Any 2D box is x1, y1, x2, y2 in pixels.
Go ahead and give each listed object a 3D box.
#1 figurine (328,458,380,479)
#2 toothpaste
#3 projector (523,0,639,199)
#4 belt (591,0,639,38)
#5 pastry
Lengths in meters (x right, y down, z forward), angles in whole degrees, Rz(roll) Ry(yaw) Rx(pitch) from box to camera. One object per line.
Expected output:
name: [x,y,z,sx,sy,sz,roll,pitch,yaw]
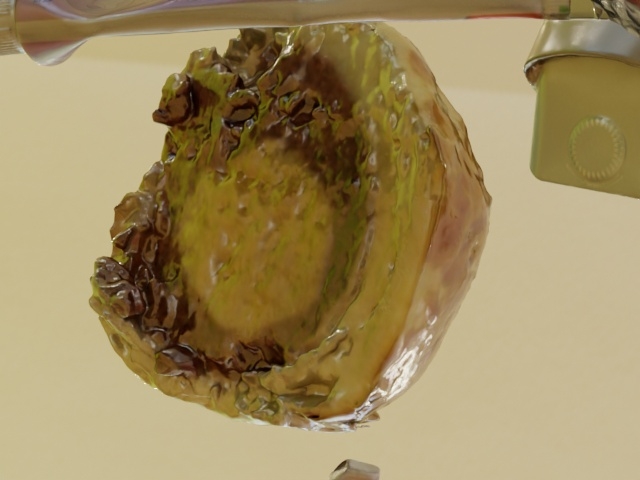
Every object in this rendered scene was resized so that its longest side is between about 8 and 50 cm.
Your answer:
figurine: [0.080,0.328,1.468,0.186,0.176,0.287,-43,-77,12]
toothpaste: [-0.031,-0.122,0.848,0.301,0.075,0.048,-6,-38,18]
projector: [0.292,-0.134,1.581,0.163,0.242,0.177,12,-79,36]
belt: [0.149,-0.003,0.295,0.126,0.094,0.359,-48,-114,12]
pastry: [0.007,-0.005,1.098,0.237,0.256,0.170,17,-6,37]
